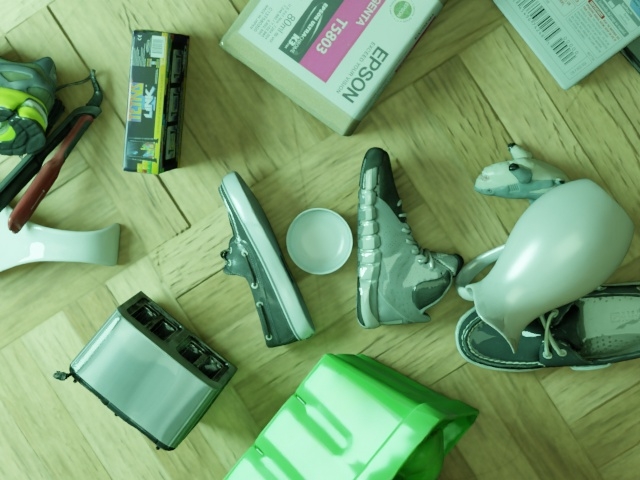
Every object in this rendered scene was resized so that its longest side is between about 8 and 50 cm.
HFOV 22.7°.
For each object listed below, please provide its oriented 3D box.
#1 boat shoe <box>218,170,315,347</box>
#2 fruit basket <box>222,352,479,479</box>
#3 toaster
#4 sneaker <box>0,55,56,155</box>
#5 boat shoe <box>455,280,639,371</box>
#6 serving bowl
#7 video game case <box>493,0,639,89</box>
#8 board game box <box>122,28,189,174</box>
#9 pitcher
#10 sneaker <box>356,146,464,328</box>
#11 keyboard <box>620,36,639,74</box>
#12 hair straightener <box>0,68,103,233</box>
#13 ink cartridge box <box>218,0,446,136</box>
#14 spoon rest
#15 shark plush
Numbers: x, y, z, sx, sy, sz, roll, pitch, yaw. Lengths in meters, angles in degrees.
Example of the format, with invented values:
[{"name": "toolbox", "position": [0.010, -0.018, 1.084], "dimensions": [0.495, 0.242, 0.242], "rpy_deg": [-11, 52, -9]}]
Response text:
[{"name": "boat shoe", "position": [-0.085, 0.029, 1.984], "dimensions": [0.076, 0.080, 0.228], "rpy_deg": [-24, 100, 6]}, {"name": "fruit basket", "position": [0.067, 0.356, 1.887], "dimensions": [0.392, 0.283, 0.392], "rpy_deg": [-1, 85, 17]}, {"name": "toaster", "position": [-0.207, 0.160, 1.950], "dimensions": [0.168, 0.186, 0.110], "rpy_deg": [38, 102, 2]}, {"name": "sneaker", "position": [-0.457, -0.183, 1.990], "dimensions": [0.300, 0.111, 0.121], "rpy_deg": [9, 52, 18]}, {"name": "boat shoe", "position": [0.313, 0.101, 1.938], "dimensions": [0.303, 0.091, 0.114], "rpy_deg": [-12, 94, 6]}, {"name": "serving bowl", "position": [0.000, 0.000, 1.992], "dimensions": [0.083, 0.027, 0.083], "rpy_deg": [1, 95, 6]}, {"name": "video game case", "position": [0.302, -0.391, 1.869], "dimensions": [0.300, 0.036, 0.329], "rpy_deg": [-38, 90, 31]}, {"name": "board game box", "position": [-0.199, -0.170, 1.940], "dimensions": [0.048, 0.141, 0.170], "rpy_deg": [6, 96, 4]}, {"name": "pitcher", "position": [0.260, 0.017, 1.908], "dimensions": [0.207, 0.178, 0.125], "rpy_deg": [-43, 119, 1]}, {"name": "sneaker", "position": [0.111, -0.003, 1.962], "dimensions": [0.132, 0.086, 0.228], "rpy_deg": [1, 105, 1]}, {"name": "keyboard", "position": [0.379, -0.363, 1.922], "dimensions": [0.201, 0.033, 0.317], "rpy_deg": [-40, 91, 9]}, {"name": "hair straightener", "position": [-0.351, -0.123, 1.975], "dimensions": [0.089, 0.047, 0.230], "rpy_deg": [27, 77, 17]}, {"name": "ink cartridge box", "position": [0.022, -0.274, 1.936], "dimensions": [0.193, 0.088, 0.234], "rpy_deg": [36, 97, 3]}, {"name": "spoon rest", "position": [-0.396, -0.007, 2.004], "dimensions": [0.276, 0.084, 0.137], "rpy_deg": [5, 95, 4]}, {"name": "shark plush", "position": [0.274, -0.063, 1.963], "dimensions": [0.161, 0.073, 0.067], "rpy_deg": [17, 117, -16]}]
